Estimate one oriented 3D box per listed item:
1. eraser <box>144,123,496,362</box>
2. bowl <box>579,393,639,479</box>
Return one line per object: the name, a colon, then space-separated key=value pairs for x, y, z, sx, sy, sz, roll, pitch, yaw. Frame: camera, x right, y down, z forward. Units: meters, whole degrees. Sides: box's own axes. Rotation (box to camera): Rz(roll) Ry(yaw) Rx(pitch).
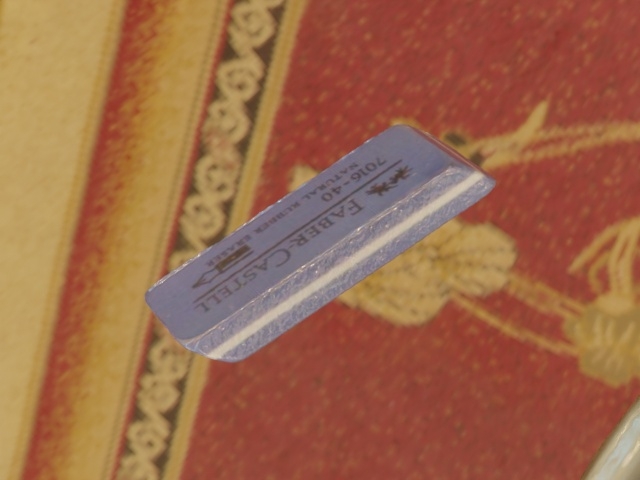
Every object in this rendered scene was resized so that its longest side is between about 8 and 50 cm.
eraser: x=0.000 y=0.000 z=1.208 sx=0.225 sy=0.082 sz=0.036 roll=-34 pitch=124 yaw=-9
bowl: x=0.168 y=0.132 z=0.669 sx=0.157 sy=0.337 sz=0.337 roll=33 pitch=119 yaw=-2
